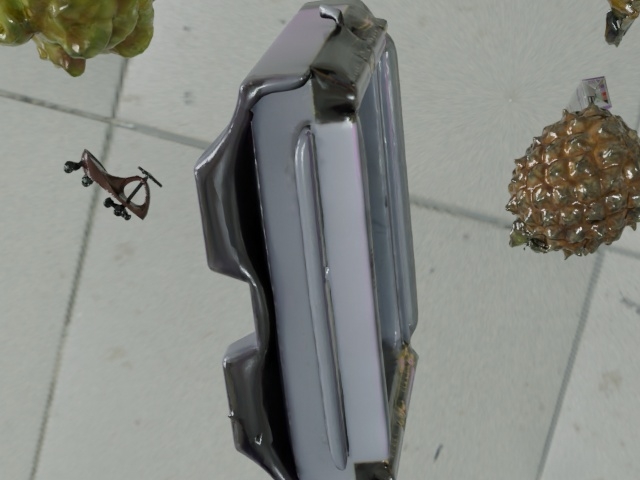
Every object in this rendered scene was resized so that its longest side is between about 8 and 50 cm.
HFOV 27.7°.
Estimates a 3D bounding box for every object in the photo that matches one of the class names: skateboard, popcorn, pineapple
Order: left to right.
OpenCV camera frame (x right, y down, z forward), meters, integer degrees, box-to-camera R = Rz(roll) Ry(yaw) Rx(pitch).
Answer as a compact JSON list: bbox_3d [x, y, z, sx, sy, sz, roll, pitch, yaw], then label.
[{"bbox_3d":[-0.338,-0.404,1.832,0.290,0.325,0.321,45,122,11],"label":"popcorn"},{"bbox_3d":[-0.300,-0.087,1.918,0.151,0.067,0.080,38,86,25],"label":"skateboard"},{"bbox_3d":[0.283,-0.055,1.460,0.193,0.166,0.166,-42,89,19],"label":"pineapple"}]

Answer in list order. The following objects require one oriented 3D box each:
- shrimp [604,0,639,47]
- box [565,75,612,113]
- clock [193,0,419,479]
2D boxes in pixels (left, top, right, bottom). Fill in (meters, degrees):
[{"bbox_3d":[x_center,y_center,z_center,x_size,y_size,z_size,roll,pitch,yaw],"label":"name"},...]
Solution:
[{"bbox_3d":[0.130,-0.258,0.611,0.068,0.185,0.287,-15,74,-1],"label":"shrimp"},{"bbox_3d":[0.376,-0.189,1.824,0.036,0.117,0.051,-9,79,-3],"label":"box"},{"bbox_3d":[0.000,0.000,0.711,0.083,0.186,0.253,-2,111,10],"label":"clock"}]
